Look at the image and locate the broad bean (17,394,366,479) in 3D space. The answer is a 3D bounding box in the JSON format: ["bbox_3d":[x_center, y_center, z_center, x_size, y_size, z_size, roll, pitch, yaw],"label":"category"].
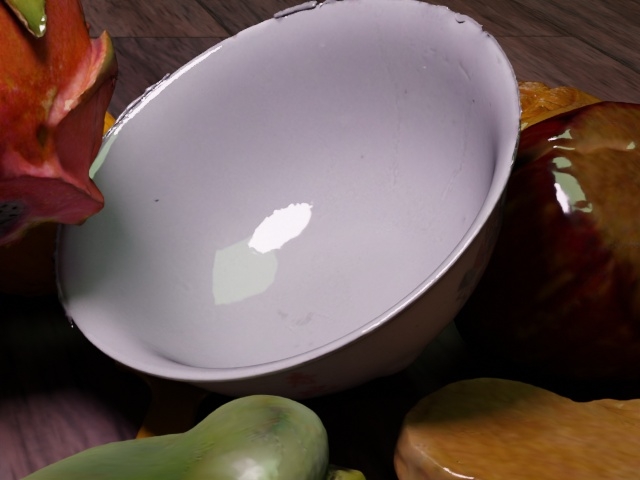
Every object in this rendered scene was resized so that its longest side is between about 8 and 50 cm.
[{"bbox_3d":[-0.083,0.160,0.864,0.228,0.100,0.169,-11,17,-9],"label":"broad bean"}]

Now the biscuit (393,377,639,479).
[{"bbox_3d":[0.223,0.171,0.947,0.376,0.051,0.269,18,23,28],"label":"biscuit"}]

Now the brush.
[{"bbox_3d":[-0.101,0.117,1.064,0.103,0.013,0.272,5,22,2],"label":"brush"}]

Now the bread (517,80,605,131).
[{"bbox_3d":[0.179,-0.067,1.421,0.195,0.142,0.270,14,25,22],"label":"bread"}]

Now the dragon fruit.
[{"bbox_3d":[-0.273,-0.077,1.030,0.290,0.290,0.189,-4,66,-21],"label":"dragon fruit"}]

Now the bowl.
[{"bbox_3d":[0.000,0.000,1.099,0.345,0.157,0.345,-17,43,16],"label":"bowl"}]

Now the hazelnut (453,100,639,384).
[{"bbox_3d":[0.209,0.014,1.167,0.234,0.218,0.218,-17,30,-31],"label":"hazelnut"}]

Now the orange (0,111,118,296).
[{"bbox_3d":[-0.236,-0.046,1.249,0.193,0.161,0.193,8,23,-3],"label":"orange"}]
